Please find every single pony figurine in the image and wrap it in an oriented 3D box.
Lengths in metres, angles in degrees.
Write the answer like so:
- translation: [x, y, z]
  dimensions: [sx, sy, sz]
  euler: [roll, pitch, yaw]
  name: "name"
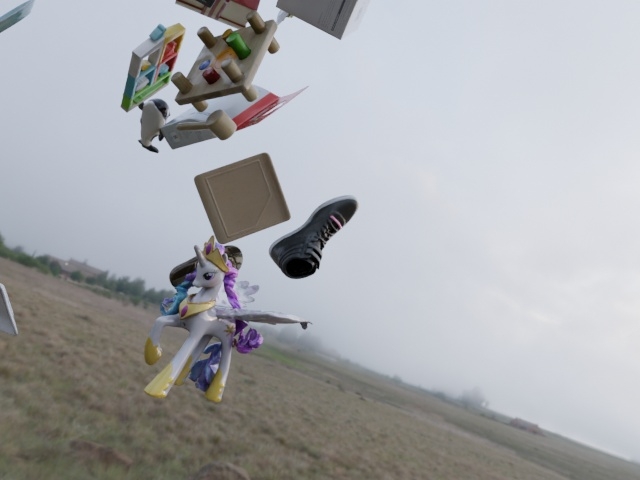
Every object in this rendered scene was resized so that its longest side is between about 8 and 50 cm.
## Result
- translation: [-0.239, 0.195, 1.259]
  dimensions: [0.303, 0.363, 0.351]
  euler: [20, -6, 37]
  name: "pony figurine"

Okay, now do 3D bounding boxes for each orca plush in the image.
- translation: [-0.573, -0.418, 1.876]
  dimensions: [0.151, 0.102, 0.287]
  euler: [47, -34, 15]
  name: "orca plush"

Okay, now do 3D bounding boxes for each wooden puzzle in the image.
- translation: [-0.233, -0.127, 1.580]
  dimensions: [0.239, 0.220, 0.044]
  euler: [-20, 11, -5]
  name: "wooden puzzle"

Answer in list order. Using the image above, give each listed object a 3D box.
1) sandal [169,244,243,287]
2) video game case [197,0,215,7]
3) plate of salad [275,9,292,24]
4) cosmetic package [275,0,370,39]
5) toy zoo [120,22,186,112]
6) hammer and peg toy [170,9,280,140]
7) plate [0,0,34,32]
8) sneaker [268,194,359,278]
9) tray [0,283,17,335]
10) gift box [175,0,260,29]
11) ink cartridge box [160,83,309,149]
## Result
- translation: [-0.291, 0.061, 1.325]
  dimensions: [0.219, 0.089, 0.060]
  euler: [-22, 38, -39]
  name: "sandal"
- translation: [-0.248, -0.560, 0.975]
  dimensions: [0.196, 0.026, 0.274]
  euler: [21, -17, -27]
  name: "video game case"
- translation: [-0.097, -0.859, 1.911]
  dimensions: [0.048, 0.199, 0.200]
  euler: [36, -17, -24]
  name: "plate of salad"
- translation: [0.018, -0.736, 1.589]
  dimensions: [0.225, 0.224, 0.138]
  euler: [29, -56, 2]
  name: "cosmetic package"
- translation: [-0.482, -0.511, 1.514]
  dimensions: [0.030, 0.192, 0.293]
  euler: [41, -37, -5]
  name: "toy zoo"
- translation: [-0.277, -0.435, 1.391]
  dimensions: [0.266, 0.361, 0.127]
  euler: [0, -32, 33]
  name: "hammer and peg toy"
- translation: [-0.776, -0.540, 1.290]
  dimensions: [0.188, 0.188, 0.024]
  euler: [10, -38, 40]
  name: "plate"
- translation: [0.000, 0.000, 1.420]
  dimensions: [0.104, 0.296, 0.147]
  euler: [50, 7, -36]
  name: "sneaker"
- translation: [-0.774, 0.111, 1.137]
  dimensions: [0.271, 0.030, 0.145]
  euler: [15, -56, 14]
  name: "tray"
- translation: [-0.275, -0.812, 1.567]
  dimensions: [0.255, 0.276, 0.258]
  euler: [20, -1, -22]
  name: "gift box"
- translation: [-0.269, -0.418, 1.641]
  dimensions: [0.385, 0.308, 0.091]
  euler: [-6, -60, 37]
  name: "ink cartridge box"
